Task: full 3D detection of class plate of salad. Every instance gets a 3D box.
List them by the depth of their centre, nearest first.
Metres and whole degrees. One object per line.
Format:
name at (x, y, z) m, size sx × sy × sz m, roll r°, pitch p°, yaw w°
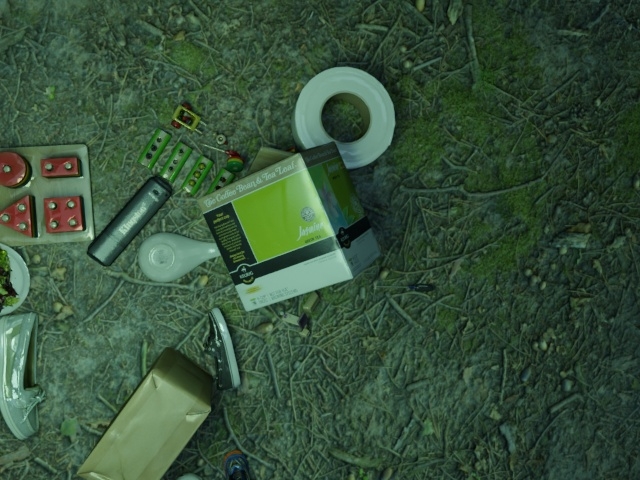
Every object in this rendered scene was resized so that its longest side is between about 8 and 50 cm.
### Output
plate of salad at (-0.851, 0.102, 1.641) m, size 0.200 × 0.048 × 0.199 m, roll -1°, pitch 98°, yaw -6°

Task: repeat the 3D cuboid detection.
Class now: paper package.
paper package at (-0.417, 0.452, 1.588) m, size 0.168 × 0.325 × 0.309 m, roll 36°, pitch 85°, yaw -7°

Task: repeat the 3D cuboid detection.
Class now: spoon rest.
spoon rest at (-0.358, 0.037, 1.735) m, size 0.276 × 0.084 × 0.137 m, roll -7°, pitch 90°, yaw 3°

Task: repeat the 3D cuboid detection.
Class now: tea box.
tea box at (-0.077, -0.036, 1.626) m, size 0.329 × 0.220 × 0.323 m, roll -19°, pitch 97°, yaw 29°

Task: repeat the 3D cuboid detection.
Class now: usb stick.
usb stick at (-0.511, -0.051, 1.715) m, size 0.077 × 0.045 × 0.278 m, roll 41°, pitch 83°, yaw -7°

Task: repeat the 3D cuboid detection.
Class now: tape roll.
tape roll at (0.063, -0.334, 1.792) m, size 0.286 × 0.100 × 0.286 m, roll 0°, pitch 89°, yaw -10°

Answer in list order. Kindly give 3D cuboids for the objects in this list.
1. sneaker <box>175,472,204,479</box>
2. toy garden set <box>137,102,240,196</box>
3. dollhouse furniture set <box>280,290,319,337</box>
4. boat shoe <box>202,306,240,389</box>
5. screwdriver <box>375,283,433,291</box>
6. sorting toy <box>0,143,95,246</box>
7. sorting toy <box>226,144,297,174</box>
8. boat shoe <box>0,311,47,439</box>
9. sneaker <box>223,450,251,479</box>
sneaker at (-0.328, 0.768, 1.700) m, size 0.111 × 0.129 × 0.297 m, roll -12°, pitch 90°, yaw -8°
toy garden set at (-0.340, -0.237, 1.744) m, size 0.244 × 0.049 × 0.203 m, roll 31°, pitch 85°, yaw -8°
dollhouse furniture set at (-0.055, 0.199, 1.813) m, size 0.081 × 0.091 × 0.114 m, roll 16°, pitch 58°, yaw 30°
boat shoe at (-0.280, 0.298, 1.738) m, size 0.076 × 0.080 × 0.228 m, roll -15°, pitch 100°, yaw -20°
screwdriver at (0.244, 0.133, 1.861) m, size 0.170 × 0.024 × 0.025 m, roll 6°, pitch 90°, yaw -5°
sorting toy at (-0.731, -0.118, 1.654) m, size 0.255 × 0.089 × 0.257 m, roll -4°, pitch 91°, yaw -10°
sorting toy at (-0.108, -0.214, 1.741) m, size 0.275 × 0.132 × 0.046 m, roll 11°, pitch 61°, yaw -18°
boat shoe at (-0.758, 0.345, 1.635) m, size 0.103 × 0.118 × 0.320 m, roll -9°, pitch 84°, yaw -6°
sneaker at (-0.215, 0.690, 1.741) m, size 0.083 × 0.087 × 0.221 m, roll -20°, pitch 93°, yaw -9°
